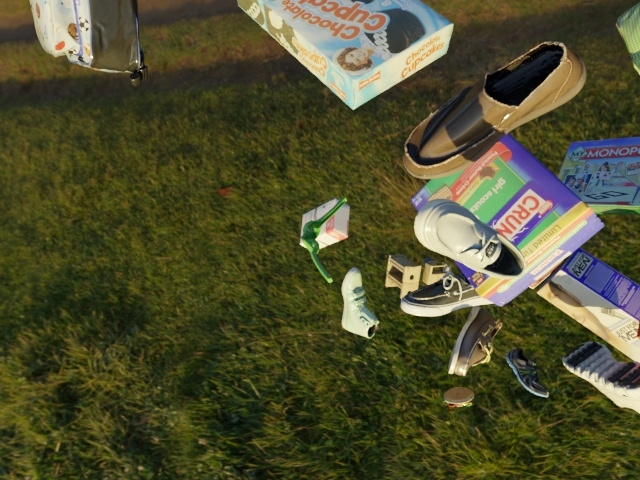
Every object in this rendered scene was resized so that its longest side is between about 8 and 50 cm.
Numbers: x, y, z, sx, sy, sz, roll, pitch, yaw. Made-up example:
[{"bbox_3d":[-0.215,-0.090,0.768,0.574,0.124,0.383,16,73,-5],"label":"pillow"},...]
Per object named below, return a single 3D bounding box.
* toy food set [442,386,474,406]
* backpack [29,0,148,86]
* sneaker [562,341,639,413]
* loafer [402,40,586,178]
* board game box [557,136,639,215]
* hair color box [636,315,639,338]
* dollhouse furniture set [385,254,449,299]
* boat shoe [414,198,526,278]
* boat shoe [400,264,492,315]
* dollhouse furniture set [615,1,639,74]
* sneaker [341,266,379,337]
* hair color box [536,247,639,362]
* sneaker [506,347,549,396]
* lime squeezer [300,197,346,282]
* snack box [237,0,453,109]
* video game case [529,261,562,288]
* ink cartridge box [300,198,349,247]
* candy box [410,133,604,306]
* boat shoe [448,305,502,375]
[{"bbox_3d":[0.368,0.418,1.186,0.083,0.082,0.020,-10,97,21],"label":"toy food set"},{"bbox_3d":[-0.487,-0.482,0.933,0.263,0.212,0.277,30,117,52],"label":"backpack"},{"bbox_3d":[0.695,0.333,1.066,0.110,0.292,0.118,-35,94,2],"label":"sneaker"},{"bbox_3d":[0.306,-0.257,0.846,0.365,0.130,0.134,-34,62,21],"label":"loafer"},{"bbox_3d":[0.774,-0.165,1.129,0.317,0.046,0.214,8,67,54],"label":"board game box"},{"bbox_3d":[0.769,0.201,0.954,0.167,0.053,0.093,29,68,-8],"label":"hair color box"},{"bbox_3d":[0.357,0.132,1.653,0.183,0.129,0.129,-1,18,-20],"label":"dollhouse furniture set"},{"bbox_3d":[0.234,0.003,0.660,0.081,0.227,0.080,30,96,53],"label":"boat shoe"},{"bbox_3d":[0.369,0.131,1.230,0.305,0.105,0.113,-7,21,-4],"label":"boat shoe"},{"bbox_3d":[0.694,-0.395,0.856,0.197,0.151,0.302,-34,63,52],"label":"dollhouse furniture set"},{"bbox_3d":[0.159,0.230,1.622,0.094,0.256,0.151,-18,26,-42],"label":"sneaker"},{"bbox_3d":[0.814,0.186,1.248,0.338,0.185,0.110,40,72,21],"label":"hair color box"},{"bbox_3d":[0.718,0.451,1.530,0.078,0.067,0.188,-54,38,26],"label":"sneaker"},{"bbox_3d":[0.000,0.000,1.198,0.109,0.059,0.311,4,45,7],"label":"lime squeezer"},{"bbox_3d":[0.024,-0.357,0.699,0.187,0.060,0.322,-35,65,-14],"label":"snack box"},{"bbox_3d":[0.815,0.012,1.550,0.203,0.286,0.025,-28,41,-29],"label":"video game case"},{"bbox_3d":[0.016,-0.065,1.921,0.217,0.092,0.159,-25,51,44],"label":"ink cartridge box"},{"bbox_3d":[0.390,-0.064,0.985,0.268,0.122,0.317,-47,47,24],"label":"candy box"},{"bbox_3d":[0.441,0.287,1.254,0.096,0.324,0.117,23,115,22],"label":"boat shoe"}]
